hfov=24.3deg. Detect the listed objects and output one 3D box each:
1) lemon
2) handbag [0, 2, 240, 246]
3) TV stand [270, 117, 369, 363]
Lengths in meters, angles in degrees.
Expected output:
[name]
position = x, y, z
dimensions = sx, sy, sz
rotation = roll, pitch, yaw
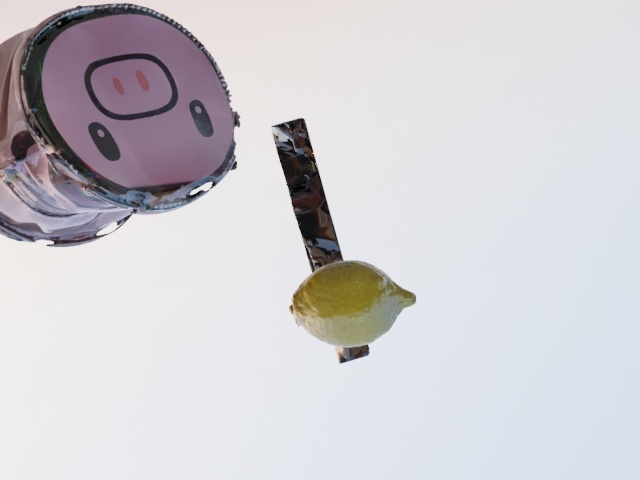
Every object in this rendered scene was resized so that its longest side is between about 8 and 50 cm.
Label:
[lemon]
position = 0.023, 0.045, 1.074
dimensions = 0.092, 0.065, 0.065
rotation = -7, -166, 1
[handbag]
position = -0.176, -0.088, 1.132
dimensions = 0.116, 0.179, 0.205
rotation = -28, 174, 41
[TV stand]
position = 0.000, 0.000, 1.482
dimensions = 0.036, 0.249, 0.042
rotation = -16, -171, -2
